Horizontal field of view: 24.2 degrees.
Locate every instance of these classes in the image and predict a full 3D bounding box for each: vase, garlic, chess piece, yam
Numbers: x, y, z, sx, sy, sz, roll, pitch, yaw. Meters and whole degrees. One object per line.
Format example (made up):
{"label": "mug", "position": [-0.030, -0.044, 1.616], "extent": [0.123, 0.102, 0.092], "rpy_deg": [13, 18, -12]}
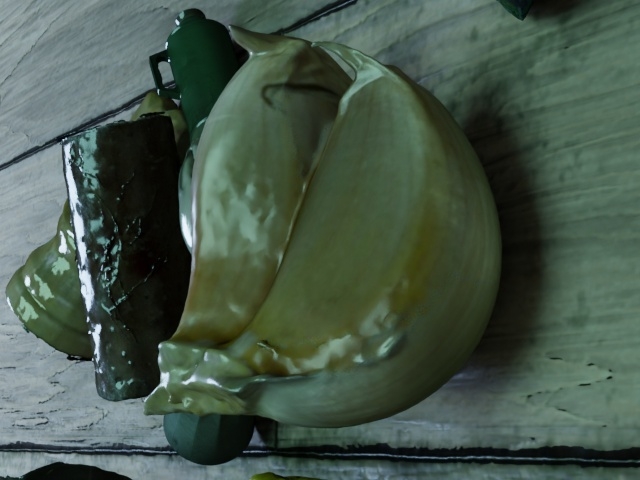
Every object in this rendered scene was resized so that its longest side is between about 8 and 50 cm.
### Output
{"label": "vase", "position": [-0.091, 0.116, 1.326], "extent": [0.214, 0.086, 0.086], "rpy_deg": [104, 155, -54]}
{"label": "garlic", "position": [0.000, 0.000, 1.134], "extent": [0.286, 0.249, 0.313], "rpy_deg": [133, 158, -68]}
{"label": "chess piece", "position": [-0.218, -0.021, 1.619], "extent": [0.301, 0.137, 0.137], "rpy_deg": [-54, 40, 22]}
{"label": "yam", "position": [-0.187, 0.012, 1.494], "extent": [0.131, 0.131, 0.279], "rpy_deg": [9, 108, 60]}

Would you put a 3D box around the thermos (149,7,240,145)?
{"label": "thermos", "position": [-0.113, -0.153, 1.479], "extent": [0.083, 0.073, 0.187], "rpy_deg": [-26, 52, 10]}

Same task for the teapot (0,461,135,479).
{"label": "teapot", "position": [-0.260, 0.438, 1.478], "extent": [0.376, 0.306, 0.361], "rpy_deg": [88, 176, -53]}

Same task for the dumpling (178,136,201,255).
{"label": "dumpling", "position": [-0.058, -0.015, 1.335], "extent": [0.108, 0.127, 0.188], "rpy_deg": [-41, 58, 19]}

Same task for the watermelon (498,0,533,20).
{"label": "watermelon", "position": [0.123, -0.225, 1.051], "extent": [0.128, 0.231, 0.146], "rpy_deg": [-33, 71, 11]}

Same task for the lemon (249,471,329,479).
{"label": "lemon", "position": [-0.006, 0.276, 1.136], "extent": [0.206, 0.173, 0.173], "rpy_deg": [59, 136, 24]}
